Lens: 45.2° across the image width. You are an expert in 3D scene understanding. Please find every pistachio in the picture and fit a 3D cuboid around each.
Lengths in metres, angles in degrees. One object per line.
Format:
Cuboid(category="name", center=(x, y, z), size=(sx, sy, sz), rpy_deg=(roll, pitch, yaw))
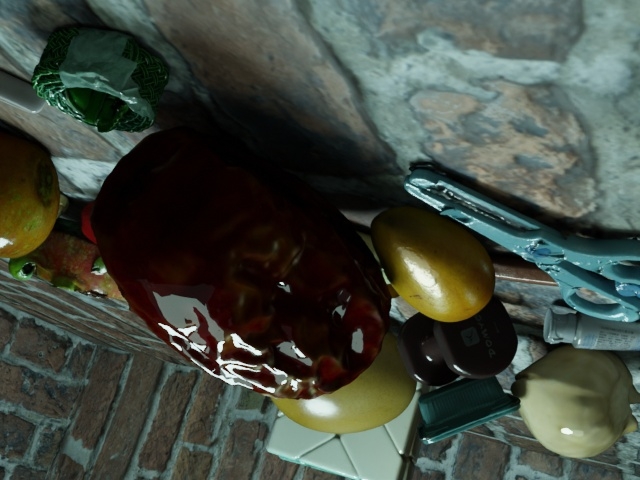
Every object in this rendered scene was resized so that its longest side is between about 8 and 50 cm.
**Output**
Cuboid(category="pistachio", center=(0.431, 0.275, 1.332), size=(0.214, 0.193, 0.318), rpy_deg=(19, 165, 4))

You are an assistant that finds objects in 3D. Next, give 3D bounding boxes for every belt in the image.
Cuboid(category="belt", center=(-0.230, -0.157, 0.801), size=(0.151, 0.079, 0.121), rpy_deg=(3, 158, 36))

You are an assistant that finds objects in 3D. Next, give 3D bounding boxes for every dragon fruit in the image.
Cuboid(category="dragon fruit", center=(-0.438, 0.042, 1.456), size=(0.268, 0.130, 0.295), rpy_deg=(16, 177, 37))

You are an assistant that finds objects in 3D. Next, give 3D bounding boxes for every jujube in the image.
Cuboid(category="jujube", center=(-0.088, 0.034, 0.933), size=(0.276, 0.276, 0.377), rpy_deg=(0, 144, 43))

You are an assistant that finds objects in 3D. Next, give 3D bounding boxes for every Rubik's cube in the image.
Cuboid(category="Rubik's cube", center=(0.091, 0.422, 1.888), size=(0.322, 0.318, 0.316), rpy_deg=(12, 163, 18))

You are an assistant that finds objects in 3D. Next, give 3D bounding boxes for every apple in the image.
Cuboid(category="apple", center=(-0.514, -0.080, 1.148), size=(0.237, 0.207, 0.237), rpy_deg=(11, -179, 0))

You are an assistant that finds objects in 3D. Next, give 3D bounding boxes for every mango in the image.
Cuboid(category="mango", center=(0.138, 0.027, 0.973), size=(0.145, 0.112, 0.219), rpy_deg=(13, 162, 43))

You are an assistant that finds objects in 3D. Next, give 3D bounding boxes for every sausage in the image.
Cuboid(category="sausage", center=(0.283, 0.041, 1.018), size=(0.147, 0.035, 0.030), rpy_deg=(9, -167, 27))

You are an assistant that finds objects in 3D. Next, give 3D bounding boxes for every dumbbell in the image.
Cuboid(category="dumbbell", center=(0.223, 0.169, 1.289), size=(0.124, 0.140, 0.225), rpy_deg=(-19, 170, -18))

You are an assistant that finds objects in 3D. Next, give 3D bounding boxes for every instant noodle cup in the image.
Cuboid(category="instant noodle cup", center=(0.241, 0.280, 1.323), size=(0.179, 0.070, 0.157), rpy_deg=(-23, 173, 2))

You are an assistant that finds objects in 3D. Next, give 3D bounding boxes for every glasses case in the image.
Cuboid(category="glasses case", center=(-0.377, -0.183, 0.937), size=(0.083, 0.032, 0.021), rpy_deg=(23, 160, -22))

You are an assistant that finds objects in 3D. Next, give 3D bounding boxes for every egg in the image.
Cuboid(category="egg", center=(0.041, 0.272, 1.585), size=(0.323, 0.250, 0.250), rpy_deg=(14, 163, -6))

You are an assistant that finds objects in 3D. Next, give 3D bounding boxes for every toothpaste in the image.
Cuboid(category="toothpaste", center=(0.456, 0.143, 1.147), size=(0.234, 0.057, 0.089), rpy_deg=(8, 164, 6))

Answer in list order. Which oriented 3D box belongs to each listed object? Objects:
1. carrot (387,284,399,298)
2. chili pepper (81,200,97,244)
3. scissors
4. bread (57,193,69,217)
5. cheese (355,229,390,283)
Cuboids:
Cuboid(category="carrot", center=(0.083, 0.080, 1.298), size=(0.048, 0.048, 0.139), rpy_deg=(25, 162, -24))
Cuboid(category="chili pepper", center=(-0.276, -0.009, 1.297), size=(0.369, 0.091, 0.137), rpy_deg=(15, 178, 18))
Cuboid(category="scissors", center=(0.268, 0.008, 0.892), size=(0.393, 0.032, 0.180), rpy_deg=(25, 149, -16))
Cuboid(category="bread", center=(-0.515, -0.065, 1.367), size=(0.119, 0.067, 0.192), rpy_deg=(26, 161, -27))
Cuboid(category="cheese", center=(0.000, 0.000, 1.119), size=(0.252, 0.054, 0.127), rpy_deg=(24, 162, -21))
